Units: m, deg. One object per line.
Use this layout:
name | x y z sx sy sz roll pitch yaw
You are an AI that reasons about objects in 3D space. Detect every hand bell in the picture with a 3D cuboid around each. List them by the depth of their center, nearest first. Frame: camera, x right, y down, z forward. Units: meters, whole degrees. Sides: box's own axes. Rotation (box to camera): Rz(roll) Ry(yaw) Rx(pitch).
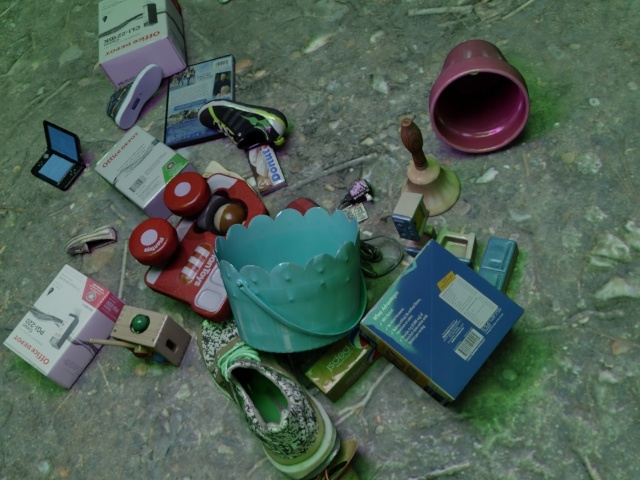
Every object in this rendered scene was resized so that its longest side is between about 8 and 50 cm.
hand bell | 0.191 -0.161 1.555 0.126 0.242 0.126 -9 58 15

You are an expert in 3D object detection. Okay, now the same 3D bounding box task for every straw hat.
straw hat | 0.030 0.416 1.378 0.144 0.144 0.061 -41 94 -7

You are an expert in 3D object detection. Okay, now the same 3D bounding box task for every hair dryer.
hair dryer | 0.000 0.000 1.628 0.293 0.080 0.224 -23 57 7

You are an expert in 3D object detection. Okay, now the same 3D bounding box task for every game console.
game console | -0.665 -0.212 1.989 0.144 0.085 0.124 25 71 30

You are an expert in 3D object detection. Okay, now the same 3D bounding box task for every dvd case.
dvd case | -0.299 -0.344 1.974 0.180 0.022 0.253 -12 58 14

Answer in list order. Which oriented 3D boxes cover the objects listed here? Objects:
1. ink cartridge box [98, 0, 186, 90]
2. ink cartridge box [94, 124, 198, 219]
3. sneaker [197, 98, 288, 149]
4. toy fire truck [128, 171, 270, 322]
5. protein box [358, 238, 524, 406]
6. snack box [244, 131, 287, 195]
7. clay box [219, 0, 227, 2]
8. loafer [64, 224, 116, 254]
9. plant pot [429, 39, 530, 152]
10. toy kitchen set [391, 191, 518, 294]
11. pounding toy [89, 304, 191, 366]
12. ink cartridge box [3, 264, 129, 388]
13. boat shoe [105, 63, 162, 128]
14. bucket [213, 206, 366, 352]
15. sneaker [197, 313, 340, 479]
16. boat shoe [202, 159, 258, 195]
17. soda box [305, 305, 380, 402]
ink cartridge box | -0.468 -0.538 2.082 0.197 0.114 0.273 -20 52 8
ink cartridge box | -0.402 -0.155 1.859 0.208 0.087 0.153 36 78 32
sneaker | -0.188 -0.258 1.817 0.234 0.084 0.097 8 63 23
toy fire truck | -0.222 0.006 1.643 0.254 0.169 0.302 19 66 29
protein box | 0.206 0.146 1.396 0.201 0.136 0.200 39 78 12
snack box | -0.132 -0.182 1.817 0.064 0.022 0.178 -24 55 3
clay box | -0.215 -0.749 2.164 0.222 0.053 0.127 -38 55 -6
loafer | -0.532 0.006 1.840 0.125 0.045 0.039 -25 62 1
plant pot | 0.321 -0.313 1.640 0.201 0.201 0.180 -10 42 14
toy kitchen set | 0.244 0.013 1.479 0.207 0.166 0.122 11 65 25
pounding toy | -0.361 0.198 1.603 0.130 0.141 0.100 9 65 24
ink cartridge box | -0.544 0.183 1.709 0.158 0.092 0.218 25 74 30
boat shoe | -0.477 -0.377 2.011 0.083 0.065 0.183 38 96 35
bucket | -0.049 0.070 1.470 0.281 0.183 0.281 -7 23 3
sneaker | -0.121 0.241 1.457 0.158 0.182 0.410 -40 48 -9
boat shoe | -0.206 -0.123 1.790 0.170 0.063 0.059 31 77 41
soda box | 0.061 0.214 1.492 0.181 0.058 0.061 -45 57 -9
